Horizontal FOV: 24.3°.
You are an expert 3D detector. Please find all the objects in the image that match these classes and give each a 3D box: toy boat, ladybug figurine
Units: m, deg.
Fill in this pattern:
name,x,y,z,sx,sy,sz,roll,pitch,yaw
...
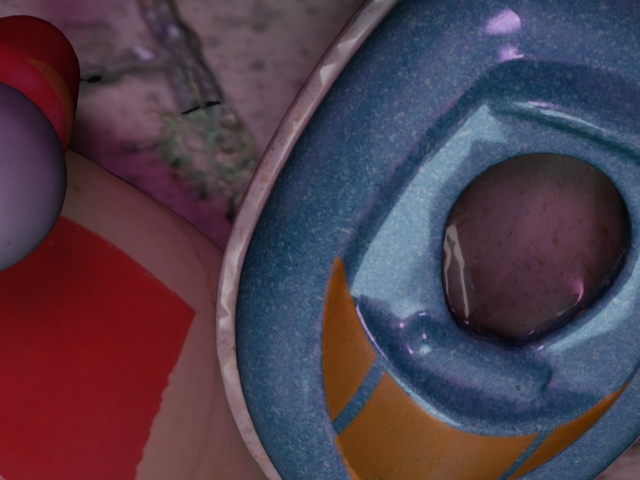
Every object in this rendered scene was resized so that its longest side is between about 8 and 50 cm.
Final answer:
name,x,y,z,sx,sy,sz,roll,pitch,yaw
toy boat,0.000,0.000,0.550,0.318,0.148,0.268,17,114,-8
ladybug figurine,-0.214,0.074,0.690,0.449,0.162,0.305,20,131,-4
